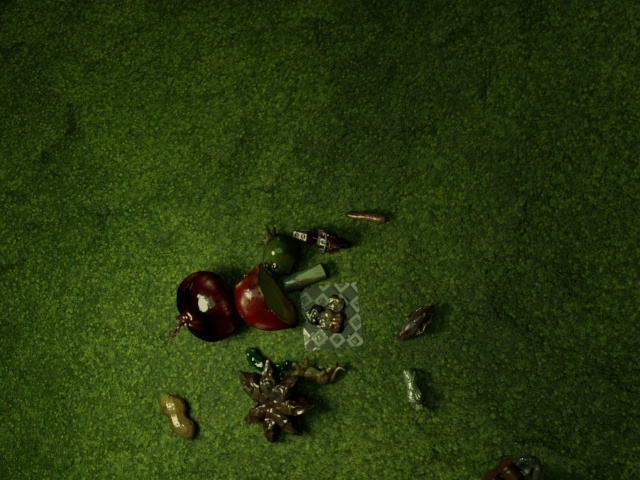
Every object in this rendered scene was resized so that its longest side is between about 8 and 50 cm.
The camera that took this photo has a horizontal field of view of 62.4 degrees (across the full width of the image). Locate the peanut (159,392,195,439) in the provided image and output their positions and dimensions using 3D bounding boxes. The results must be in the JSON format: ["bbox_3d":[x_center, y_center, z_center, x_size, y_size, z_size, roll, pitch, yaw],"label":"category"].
[{"bbox_3d":[-0.532,0.654,1.975,0.089,0.089,0.192,-35,78,8],"label":"peanut"}]

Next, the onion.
[{"bbox_3d":[-0.432,0.253,1.911,0.273,0.285,0.272,26,130,36],"label":"onion"}]

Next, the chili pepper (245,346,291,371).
[{"bbox_3d":[-0.197,0.446,1.925,0.182,0.050,0.073,15,76,15],"label":"chili pepper"}]

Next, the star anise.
[{"bbox_3d":[-0.173,0.559,1.848,0.316,0.108,0.315,5,108,15],"label":"star anise"}]

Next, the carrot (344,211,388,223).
[{"bbox_3d":[0.165,-0.087,1.914,0.165,0.036,0.035,10,84,20],"label":"carrot"}]

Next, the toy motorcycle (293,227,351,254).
[{"bbox_3d":[0.000,0.001,1.904,0.213,0.122,0.082,13,99,19],"label":"toy motorcycle"}]

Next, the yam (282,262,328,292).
[{"bbox_3d":[-0.057,0.137,1.924,0.170,0.068,0.068,-22,76,13],"label":"yam"}]

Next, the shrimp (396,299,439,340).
[{"bbox_3d":[0.332,0.271,1.790,0.075,0.073,0.190,40,99,13],"label":"shrimp"}]

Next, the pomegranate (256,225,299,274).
[{"bbox_3d":[-0.160,0.031,1.933,0.191,0.131,0.152,56,137,30],"label":"pomegranate"}]

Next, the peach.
[{"bbox_3d":[-0.205,0.238,1.882,0.154,0.158,0.267,-25,111,28],"label":"peach"}]

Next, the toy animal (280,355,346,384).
[{"bbox_3d":[-0.027,0.465,1.862,0.242,0.056,0.099,2,118,11],"label":"toy animal"}]

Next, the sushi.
[{"bbox_3d":[0.031,0.270,1.888,0.220,0.047,0.231,-9,79,15],"label":"sushi"}]

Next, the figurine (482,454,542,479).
[{"bbox_3d":[0.644,0.833,1.554,0.261,0.186,0.382,-43,77,12],"label":"figurine"}]

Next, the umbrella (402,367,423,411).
[{"bbox_3d":[0.312,0.498,1.764,0.062,0.067,0.143,-4,68,-26],"label":"umbrella"}]
